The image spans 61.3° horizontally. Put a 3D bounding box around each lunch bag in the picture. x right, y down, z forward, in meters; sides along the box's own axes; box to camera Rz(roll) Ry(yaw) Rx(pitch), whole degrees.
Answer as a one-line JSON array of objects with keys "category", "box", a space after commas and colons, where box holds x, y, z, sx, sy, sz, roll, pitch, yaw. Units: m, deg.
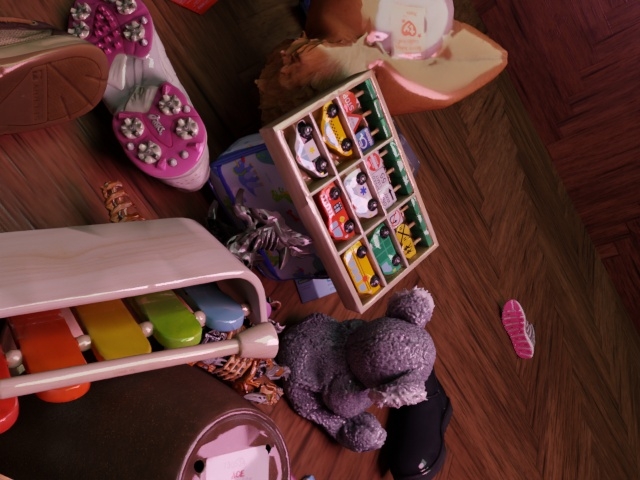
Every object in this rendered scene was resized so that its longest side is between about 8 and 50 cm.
[{"category": "lunch bag", "box": [-0.048, -0.045, 0.763, 0.090, 0.176, 0.219, -54, 128, -45]}]

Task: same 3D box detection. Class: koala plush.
[{"category": "koala plush", "box": [0.070, 0.171, 0.757, 0.203, 0.221, 0.196, 34, 54, -21]}]

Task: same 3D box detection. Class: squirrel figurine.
[{"category": "squirrel figurine", "box": [0.030, -0.284, 0.885, 0.397, 0.370, 0.281, -43, 109, -10]}]

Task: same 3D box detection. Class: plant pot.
[{"category": "plant pot", "box": [-0.141, 0.194, 0.464, 0.215, 0.230, 0.216, 12, 73, -46]}]

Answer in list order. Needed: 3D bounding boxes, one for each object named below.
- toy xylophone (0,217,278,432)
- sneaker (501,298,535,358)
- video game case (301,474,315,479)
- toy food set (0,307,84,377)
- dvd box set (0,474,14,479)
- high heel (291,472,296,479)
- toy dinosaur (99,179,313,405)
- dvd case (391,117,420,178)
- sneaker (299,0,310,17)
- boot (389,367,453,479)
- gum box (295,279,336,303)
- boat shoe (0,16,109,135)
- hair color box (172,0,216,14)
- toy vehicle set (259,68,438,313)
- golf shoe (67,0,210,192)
[{"category": "toy xylophone", "box": [-0.179, 0.061, 0.443, 0.322, 0.236, 0.081, -3, 118, -31]}, {"category": "sneaker", "box": [0.549, 0.235, 1.489, 0.074, 0.063, 0.171, -32, 103, -53]}, {"category": "video game case", "box": [-0.038, 0.405, 0.696, 0.166, 0.015, 0.119, -23, 91, -54]}, {"category": "toy food set", "box": [-0.260, 0.110, 0.557, 0.132, 0.038, 0.192, -2, 83, -46]}, {"category": "dvd box set", "box": [-0.141, 0.355, 0.371, 0.420, 0.307, 0.062, 45, 6, -29]}, {"category": "high heel", "box": [-0.132, 0.289, 0.602, 0.244, 0.082, 0.117, -21, 66, -43]}, {"category": "toy dinosaur", "box": [-0.130, 0.059, 0.658, 0.218, 0.164, 0.322, -53, 137, -32]}, {"category": "dvd case", "box": [0.166, -0.188, 1.258, 0.165, 0.018, 0.221, 53, 39, -20]}, {"category": "sneaker", "box": [0.036, -0.583, 1.204, 0.147, 0.129, 0.330, 47, 41, -30]}, {"category": "boot", "box": [0.147, 0.262, 0.933, 0.207, 0.094, 0.246, 66, 29, -8]}, {"category": "gum box", "box": [0.000, 0.000, 0.930, 0.157, 0.041, 0.185, -12, 81, -53]}, {"category": "boat shoe", "box": [-0.374, -0.156, 0.500, 0.123, 0.123, 0.342, 41, 43, 14]}, {"category": "hair color box", "box": [-0.242, -0.432, 0.837, 0.167, 0.053, 0.093, 4, 70, -50]}, {"category": "toy vehicle set", "box": [0.049, -0.060, 0.695, 0.166, 0.035, 0.267, -38, 116, -27]}, {"category": "golf shoe", "box": [-0.231, -0.190, 0.702, 0.140, 0.115, 0.306, 79, -14, -74]}]
